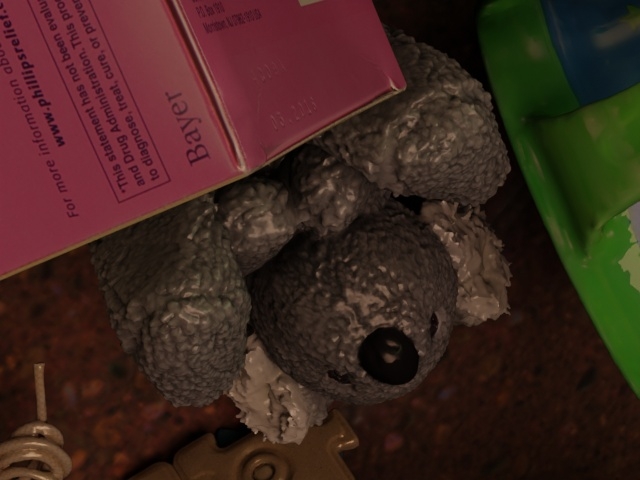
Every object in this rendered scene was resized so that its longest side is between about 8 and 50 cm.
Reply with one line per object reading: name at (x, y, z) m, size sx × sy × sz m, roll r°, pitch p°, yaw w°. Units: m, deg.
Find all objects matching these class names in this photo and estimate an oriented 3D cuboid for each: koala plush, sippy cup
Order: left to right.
koala plush at (0.000, 0.000, 0.881) m, size 0.196 × 0.203 × 0.221 m, roll -37°, pitch 133°, yaw 0°
sippy cup at (0.222, -0.058, 0.859) m, size 0.224 × 0.305 × 0.240 m, roll -25°, pitch 116°, yaw 15°

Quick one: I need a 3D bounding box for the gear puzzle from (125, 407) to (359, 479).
gear puzzle at (0.006, 0.236, 0.894) m, size 0.175 × 0.339 × 0.044 m, roll -30°, pitch 146°, yaw -8°

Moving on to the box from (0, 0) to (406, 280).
box at (-0.119, -0.050, 0.658) m, size 0.243 × 0.213 × 0.117 m, roll -23°, pitch 95°, yaw 20°

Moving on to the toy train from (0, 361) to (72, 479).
toy train at (-0.183, 0.187, 0.851) m, size 0.143 × 0.105 × 0.248 m, roll -41°, pitch 146°, yaw -47°
